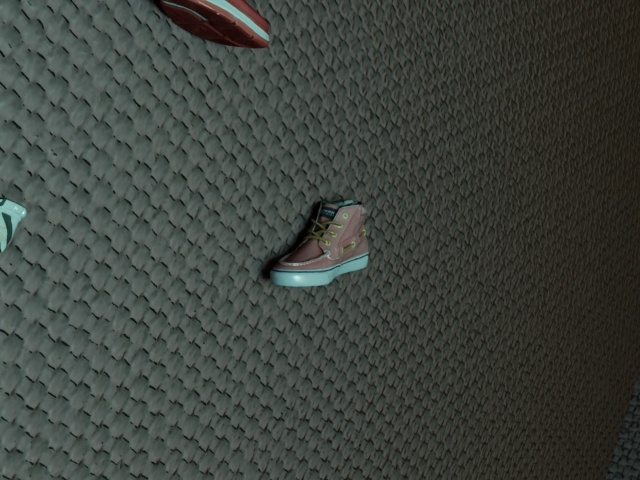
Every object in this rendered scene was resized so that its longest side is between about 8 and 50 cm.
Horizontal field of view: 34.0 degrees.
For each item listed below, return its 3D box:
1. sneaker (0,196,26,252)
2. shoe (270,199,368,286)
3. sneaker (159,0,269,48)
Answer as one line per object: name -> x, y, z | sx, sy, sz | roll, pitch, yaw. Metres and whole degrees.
sneaker -> -0.272, -0.022, 0.803 | 0.109, 0.040, 0.044 | 32, 74, -53
shoe -> 0.000, 0.000, 1.184 | 0.178, 0.063, 0.081 | -16, 110, -58
sneaker -> -0.106, -0.266, 0.944 | 0.221, 0.087, 0.128 | 27, 77, -55
